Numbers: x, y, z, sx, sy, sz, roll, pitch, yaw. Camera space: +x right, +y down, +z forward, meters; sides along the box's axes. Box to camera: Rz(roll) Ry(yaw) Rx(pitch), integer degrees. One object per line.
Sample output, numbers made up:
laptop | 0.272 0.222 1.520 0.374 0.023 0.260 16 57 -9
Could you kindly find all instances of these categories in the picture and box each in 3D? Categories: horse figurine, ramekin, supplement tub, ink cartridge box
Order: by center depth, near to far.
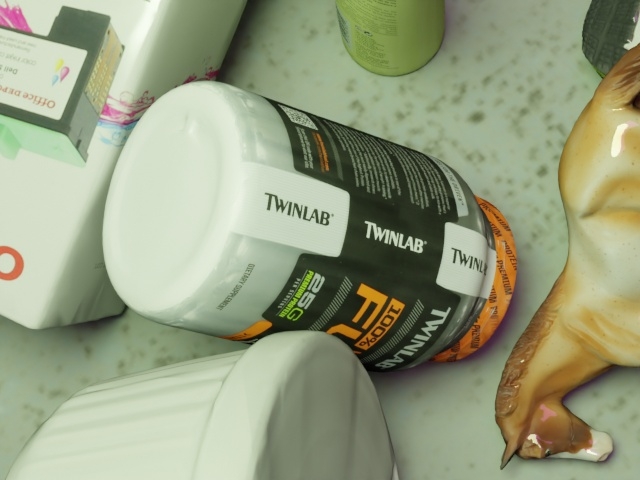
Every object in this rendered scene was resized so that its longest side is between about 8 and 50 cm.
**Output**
ramekin | -0.049 0.178 0.683 0.127 0.273 0.272 -4 74 17
supplement tub | 0.000 0.000 0.753 0.190 0.117 0.117 16 65 -37
horse figurine | 0.176 -0.004 0.755 0.175 0.263 0.066 1 31 5
ink cartridge box | -0.160 -0.118 0.798 0.201 0.117 0.278 24 98 12

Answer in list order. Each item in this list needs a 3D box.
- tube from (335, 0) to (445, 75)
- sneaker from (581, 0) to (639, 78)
tube | 0.034 -0.149 0.770 0.070 0.240 0.062 7 77 7
sneaker | 0.284 -0.092 0.806 0.300 0.121 0.111 11 75 27
